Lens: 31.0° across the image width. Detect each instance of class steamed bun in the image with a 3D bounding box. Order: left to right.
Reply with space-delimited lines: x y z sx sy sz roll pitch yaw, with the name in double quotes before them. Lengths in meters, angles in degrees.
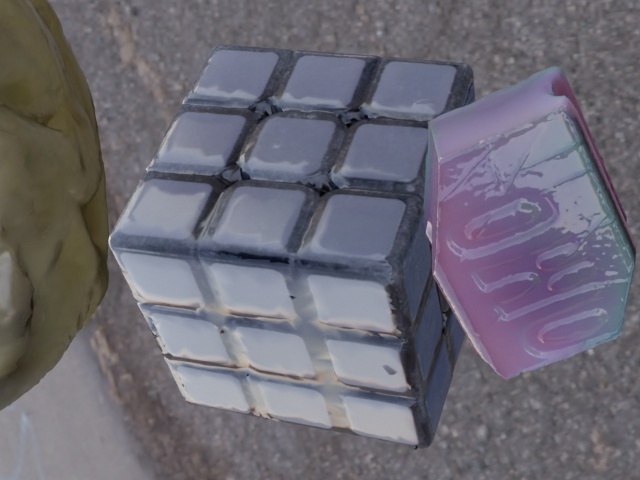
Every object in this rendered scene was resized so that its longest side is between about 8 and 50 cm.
"steamed bun" -0.309 -0.062 0.708 0.230 0.372 0.325 -82 0 -83

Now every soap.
"soap" 0.106 -0.001 0.593 0.149 0.100 0.056 60 -162 -27

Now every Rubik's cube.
"Rubik's cube" 0.000 0.000 1.235 0.303 0.305 0.301 6 140 19
